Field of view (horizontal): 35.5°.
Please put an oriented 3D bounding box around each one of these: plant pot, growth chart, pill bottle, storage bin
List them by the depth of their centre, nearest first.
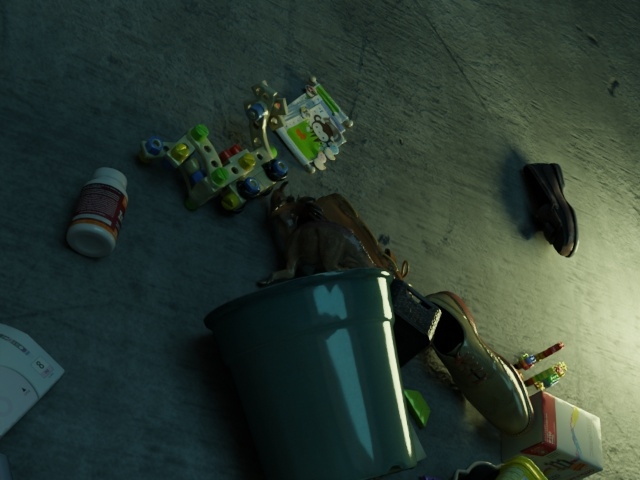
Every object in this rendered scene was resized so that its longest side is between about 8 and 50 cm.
[{"bbox_3d":[0.003,0.257,1.719,0.341,0.341,0.334,-4,73,-40],"label":"plant pot"},{"bbox_3d":[-0.388,-0.053,1.764,0.086,0.086,0.152,26,49,-23],"label":"pill bottle"},{"bbox_3d":[0.131,0.174,1.931,0.122,0.180,0.084,38,43,-7],"label":"storage bin"},{"bbox_3d":[-0.015,-0.258,2.255,0.172,0.021,0.237,45,44,-6],"label":"growth chart"}]

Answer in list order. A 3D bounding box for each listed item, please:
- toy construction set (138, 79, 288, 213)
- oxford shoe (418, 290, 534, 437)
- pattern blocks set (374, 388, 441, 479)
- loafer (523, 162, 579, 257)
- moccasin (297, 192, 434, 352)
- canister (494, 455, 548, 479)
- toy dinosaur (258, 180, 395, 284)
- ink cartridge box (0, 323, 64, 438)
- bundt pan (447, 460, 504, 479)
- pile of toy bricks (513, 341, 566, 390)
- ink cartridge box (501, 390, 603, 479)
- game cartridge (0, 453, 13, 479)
[{"bbox_3d":[-0.181,-0.174,1.985,0.328,0.151,0.215,-38,88,-36],"label":"toy construction set"},{"bbox_3d":[0.306,0.260,2.066,0.348,0.123,0.130,53,19,18],"label":"oxford shoe"},{"bbox_3d":[0.117,0.364,1.931,0.324,0.026,0.285,54,43,5],"label":"pattern blocks set"},{"bbox_3d":[0.586,-0.081,2.578,0.095,0.109,0.302,8,49,-12],"label":"loafer"},{"bbox_3d":[0.109,0.066,2.063,0.147,0.139,0.380,-29,72,-37],"label":"moccasin"},{"bbox_3d":[0.351,0.492,1.821,0.126,0.073,0.170,52,45,2],"label":"canister"},{"bbox_3d":[0.000,0.000,1.947,0.127,0.296,0.200,-6,107,-67],"label":"toy dinosaur"},{"bbox_3d":[-0.520,0.176,1.493,0.232,0.066,0.189,48,28,-7],"label":"ink cartridge box"},{"bbox_3d":[0.307,0.586,1.862,0.331,0.124,0.330,20,52,-27],"label":"bundt pan"},{"bbox_3d":[0.498,0.299,2.226,0.212,0.105,0.118,-19,75,-45],"label":"pile of toy bricks"},{"bbox_3d":[0.490,0.422,2.119,0.176,0.128,0.127,26,49,-23],"label":"ink cartridge box"},{"bbox_3d":[-0.554,0.385,1.357,0.294,0.060,0.196,-1,59,-40],"label":"game cartridge"}]
